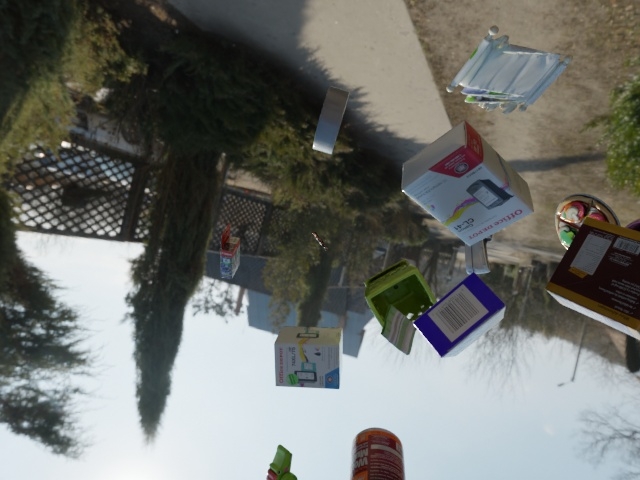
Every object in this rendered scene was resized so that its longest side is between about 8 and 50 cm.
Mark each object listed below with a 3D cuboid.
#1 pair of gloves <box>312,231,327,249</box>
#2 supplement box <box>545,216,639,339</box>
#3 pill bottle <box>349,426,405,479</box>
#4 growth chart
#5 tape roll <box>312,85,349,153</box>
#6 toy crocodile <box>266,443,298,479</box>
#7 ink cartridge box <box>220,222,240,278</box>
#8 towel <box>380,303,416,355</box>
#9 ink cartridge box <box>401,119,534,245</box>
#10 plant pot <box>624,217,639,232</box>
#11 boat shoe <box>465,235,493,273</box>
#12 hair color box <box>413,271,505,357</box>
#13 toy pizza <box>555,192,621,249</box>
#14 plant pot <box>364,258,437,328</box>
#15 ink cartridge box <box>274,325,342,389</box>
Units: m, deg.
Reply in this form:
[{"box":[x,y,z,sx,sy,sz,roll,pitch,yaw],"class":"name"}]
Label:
[{"box":[0.000,0.000,1.443,0.074,0.010,0.083,53,-177,1],"class":"pair of gloves"},{"box":[0.654,0.083,0.957,0.129,0.194,0.191,28,-178,-43],"class":"supplement box"},{"box":[0.118,0.514,0.894,0.121,0.121,0.221,13,-159,2],"class":"pill bottle"},{"box":[0.368,-0.320,0.848,0.237,0.021,0.172,2,153,-25],"class":"growth chart"},{"box":[0.036,-0.414,1.491,0.072,0.219,0.219,17,180,-1],"class":"tape roll"},{"box":[-0.165,0.917,1.550,0.105,0.341,0.115,12,178,-35],"class":"toy crocodile"},{"box":[-0.207,0.024,0.992,0.029,0.115,0.063,11,-148,3],"class":"ink cartridge box"},{"box":[0.257,0.290,1.391,0.023,0.113,0.152,-12,137,44],"class":"towel"},{"box":[0.414,-0.152,1.222,0.306,0.131,0.226,35,133,-21],"class":"ink cartridge box"},{"box":[1.112,0.005,1.409,0.180,0.202,0.201,-20,-160,-35],"class":"plant pot"},{"box":[0.538,-0.013,1.453,0.084,0.258,0.095,-4,167,31],"class":"boat shoe"},{"box":[0.363,0.202,1.094,0.110,0.185,0.339,52,-171,23],"class":"hair color box"},{"box":[0.712,-0.028,1.163,0.032,0.202,0.201,-20,-171,-14],"class":"toy pizza"},{"box":[0.307,0.216,1.686,0.228,0.227,0.207,-30,-165,6],"class":"plant pot"},{"box":[-0.046,0.491,1.828,0.269,0.198,0.197,0,-171,6],"class":"ink cartridge box"}]
